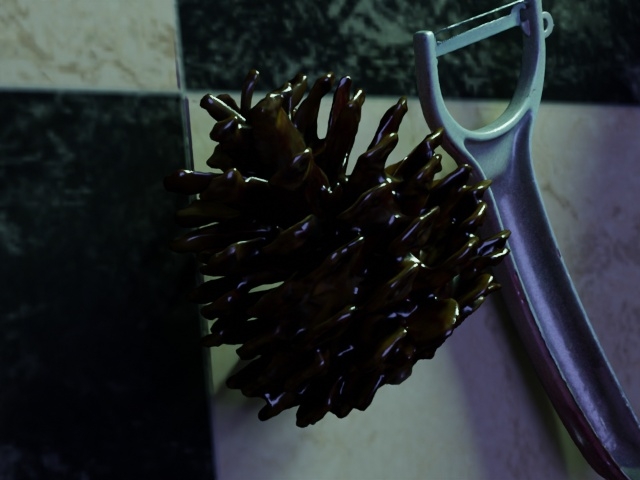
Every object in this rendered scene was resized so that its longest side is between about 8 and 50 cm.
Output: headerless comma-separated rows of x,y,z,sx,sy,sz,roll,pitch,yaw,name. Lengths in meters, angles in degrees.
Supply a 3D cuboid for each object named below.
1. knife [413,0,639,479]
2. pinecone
0.126,0.006,1.105,0.123,0.053,0.278,-24,98,-41,knife
0.000,-0.006,0.957,0.163,0.163,0.165,-35,90,-35,pinecone
